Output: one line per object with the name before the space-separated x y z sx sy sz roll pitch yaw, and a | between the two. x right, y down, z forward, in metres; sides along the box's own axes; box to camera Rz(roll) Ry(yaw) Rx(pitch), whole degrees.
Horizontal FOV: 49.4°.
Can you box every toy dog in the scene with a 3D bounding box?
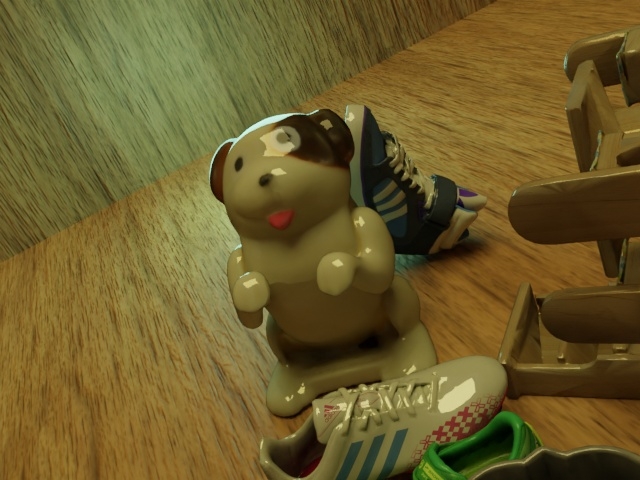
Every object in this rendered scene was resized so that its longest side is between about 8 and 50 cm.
toy dog | 0.000 0.000 1.078 0.284 0.408 0.395 -11 31 24

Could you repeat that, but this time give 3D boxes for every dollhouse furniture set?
dollhouse furniture set | 0.319 -0.004 0.844 0.256 0.394 0.362 -6 33 32

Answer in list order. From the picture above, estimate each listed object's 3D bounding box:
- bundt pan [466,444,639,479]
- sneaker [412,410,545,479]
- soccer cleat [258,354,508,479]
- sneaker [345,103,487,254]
bundt pan | 0.232 0.345 0.596 0.330 0.124 0.331 -20 27 10
sneaker | 0.122 0.291 0.776 0.295 0.123 0.109 -34 28 -15
soccer cleat | 0.075 0.226 0.862 0.331 0.143 0.116 -33 28 4
sneaker | 0.170 -0.106 1.220 0.236 0.323 0.130 -4 42 9
